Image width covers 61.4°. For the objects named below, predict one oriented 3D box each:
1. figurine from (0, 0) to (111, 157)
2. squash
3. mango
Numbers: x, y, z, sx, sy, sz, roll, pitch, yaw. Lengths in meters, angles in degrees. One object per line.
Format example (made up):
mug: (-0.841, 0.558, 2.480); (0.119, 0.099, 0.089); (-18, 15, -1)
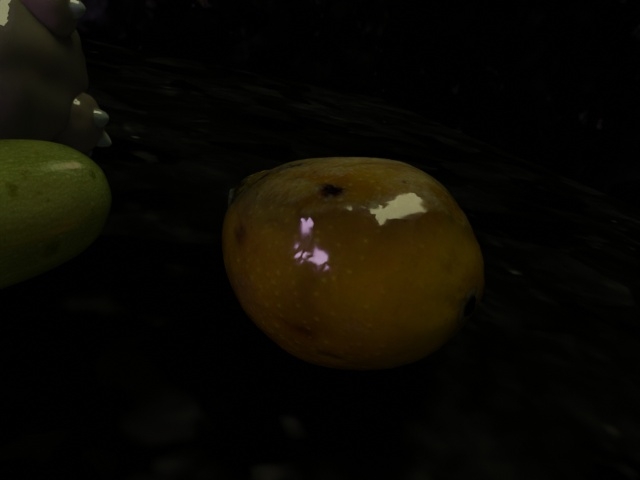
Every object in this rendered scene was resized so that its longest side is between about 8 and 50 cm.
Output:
figurine: (-0.460, -0.213, 0.654); (0.380, 0.249, 0.203); (0, 27, -1)
squash: (-0.246, -0.024, 0.439); (0.122, 0.123, 0.186); (20, 17, 14)
mango: (0.006, 0.005, 0.477); (0.176, 0.176, 0.329); (43, -6, -15)
